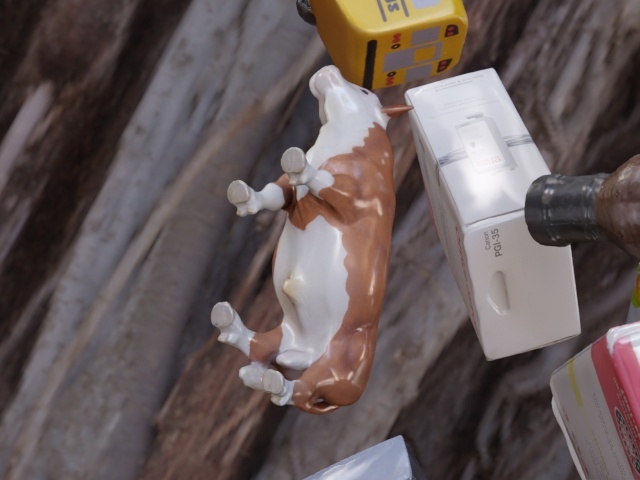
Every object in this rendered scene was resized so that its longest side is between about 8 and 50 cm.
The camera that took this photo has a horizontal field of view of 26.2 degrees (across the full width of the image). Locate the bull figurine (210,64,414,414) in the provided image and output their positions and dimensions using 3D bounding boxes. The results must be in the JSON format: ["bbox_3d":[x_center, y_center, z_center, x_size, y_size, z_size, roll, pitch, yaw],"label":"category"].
[{"bbox_3d":[0.000,0.000,1.183,0.101,0.310,0.188,3,1,35],"label":"bull figurine"}]

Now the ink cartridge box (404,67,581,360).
[{"bbox_3d":[0.196,-0.033,1.582,0.283,0.117,0.207,-106,-179,-52],"label":"ink cartridge box"}]

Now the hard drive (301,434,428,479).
[{"bbox_3d":[0.004,0.316,1.415,0.172,0.255,0.054,61,2,-40],"label":"hard drive"}]

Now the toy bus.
[{"bbox_3d":[0.023,-0.309,1.286,0.130,0.332,0.108,-15,-21,-6],"label":"toy bus"}]

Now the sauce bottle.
[{"bbox_3d":[0.337,-0.032,1.214,0.344,0.111,0.111,-1,-24,43],"label":"sauce bottle"}]

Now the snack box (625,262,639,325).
[{"bbox_3d":[0.352,0.146,1.336,0.207,0.070,0.174,91,-12,-45],"label":"snack box"}]

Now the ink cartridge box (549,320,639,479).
[{"bbox_3d":[0.291,0.182,0.944,0.384,0.160,0.279,65,4,-81],"label":"ink cartridge box"}]
